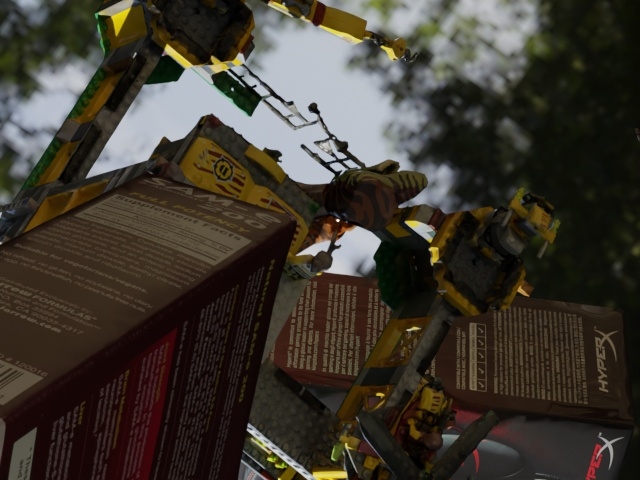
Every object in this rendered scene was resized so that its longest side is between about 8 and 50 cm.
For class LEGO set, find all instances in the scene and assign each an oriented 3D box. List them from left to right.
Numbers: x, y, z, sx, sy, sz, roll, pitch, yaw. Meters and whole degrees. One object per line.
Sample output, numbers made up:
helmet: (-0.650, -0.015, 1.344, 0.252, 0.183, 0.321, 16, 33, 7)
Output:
LEGO set: (0.000, 0.000, 0.948, 0.331, 0.255, 0.192, 48, 152, -19)

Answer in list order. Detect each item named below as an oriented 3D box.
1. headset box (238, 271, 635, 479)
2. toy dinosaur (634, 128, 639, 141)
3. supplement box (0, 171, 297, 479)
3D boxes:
headset box: (0.034, 0.138, 1.209, 0.293, 0.218, 0.110, 8, -140, -2)
toy dinosaur: (0.228, -0.029, 1.055, 0.112, 0.064, 0.211, -112, 6, -47)
supplement box: (-0.094, 0.069, 0.647, 0.073, 0.130, 0.239, 19, -160, 16)
